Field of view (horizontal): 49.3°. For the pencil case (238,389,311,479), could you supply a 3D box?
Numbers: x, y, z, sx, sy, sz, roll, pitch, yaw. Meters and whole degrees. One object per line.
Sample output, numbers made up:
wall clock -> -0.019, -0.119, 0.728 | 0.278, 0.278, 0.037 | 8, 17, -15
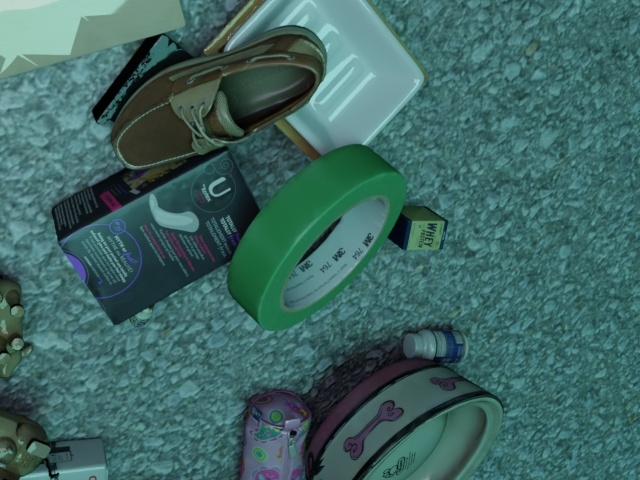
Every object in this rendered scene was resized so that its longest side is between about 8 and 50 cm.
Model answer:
pencil case -> -0.089, 0.426, 1.316 | 0.124, 0.124, 0.284 | 0, 112, -23

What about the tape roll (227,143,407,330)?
tape roll -> 0.000, 0.000, 1.095 | 0.321, 0.077, 0.321 | -39, 158, -19

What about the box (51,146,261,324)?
box -> -0.238, -0.027, 1.049 | 0.270, 0.143, 0.165 | -30, 121, -10

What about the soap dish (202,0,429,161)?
soap dish -> -0.004, -0.271, 1.062 | 0.229, 0.118, 0.291 | -47, 121, 1

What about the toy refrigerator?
toy refrigerator -> -0.330, -0.307, 0.928 | 0.270, 0.094, 0.102 | -21, 124, -13

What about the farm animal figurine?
farm animal figurine -> -0.521, 0.241, 1.030 | 0.330, 0.172, 0.326 | -41, 112, -17

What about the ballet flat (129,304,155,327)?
ballet flat -> -0.286, 0.097, 1.142 | 0.041, 0.041, 0.114 | 14, 105, -27

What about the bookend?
bookend -> -0.221, -0.199, 1.027 | 0.157, 0.072, 0.156 | 35, 96, -31

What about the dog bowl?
dog bowl -> 0.147, 0.397, 1.323 | 0.408, 0.150, 0.408 | -24, 138, -24

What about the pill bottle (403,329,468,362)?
pill bottle -> 0.228, 0.211, 1.388 | 0.120, 0.067, 0.067 | 5, 109, -24

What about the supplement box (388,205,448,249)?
supplement box -> 0.170, -0.023, 1.257 | 0.083, 0.083, 0.056 | -1, 112, -24

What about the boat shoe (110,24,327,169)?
boat shoe -> -0.141, -0.181, 0.928 | 0.324, 0.116, 0.123 | -27, 123, 11

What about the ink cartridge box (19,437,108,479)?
ink cartridge box -> -0.470, 0.426, 1.173 | 0.208, 0.087, 0.153 | 2, 110, -22
